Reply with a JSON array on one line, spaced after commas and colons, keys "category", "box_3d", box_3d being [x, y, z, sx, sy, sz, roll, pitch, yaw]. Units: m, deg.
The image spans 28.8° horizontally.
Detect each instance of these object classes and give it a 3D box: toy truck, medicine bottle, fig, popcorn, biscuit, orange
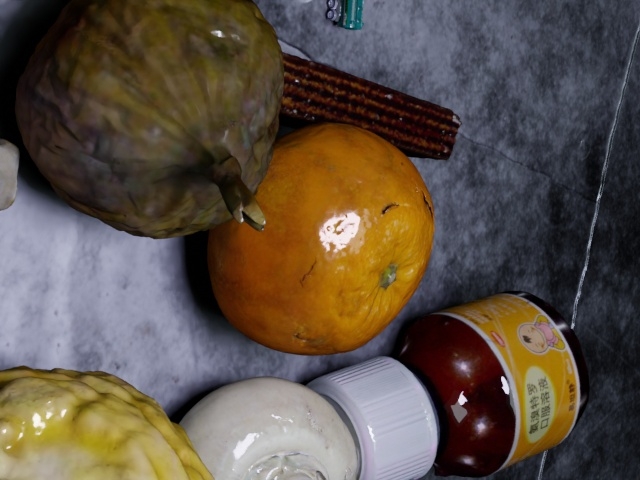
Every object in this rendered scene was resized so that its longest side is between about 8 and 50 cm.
[{"category": "toy truck", "box_3d": [0.038, -0.310, 1.591, 0.039, 0.044, 0.083, -1, 98, -49]}, {"category": "medicine bottle", "box_3d": [0.163, 0.226, 1.696, 0.395, 0.242, 0.243, -20, 111, -34]}, {"category": "fig", "box_3d": [-0.126, -0.095, 1.223, 0.286, 0.369, 0.286, -18, 131, -22]}, {"category": "popcorn", "box_3d": [-0.238, 0.301, 1.201, 0.390, 0.344, 0.354, 50, 45, -52]}, {"category": "biscuit", "box_3d": [0.021, -0.166, 1.553, 0.388, 0.107, 0.073, 10, 90, -47]}, {"category": "orange", "box_3d": [0.000, 0.000, 1.465, 0.284, 0.226, 0.284, -33, 141, -32]}]

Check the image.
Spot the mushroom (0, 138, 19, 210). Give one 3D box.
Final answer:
[{"category": "mushroom", "box_3d": [-0.420, -0.032, 1.132, 0.351, 0.097, 0.109, -27, 116, -43]}]

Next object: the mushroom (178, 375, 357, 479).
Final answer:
[{"category": "mushroom", "box_3d": [-0.061, 0.288, 1.473, 0.246, 0.202, 0.246, -11, 111, -30]}]
